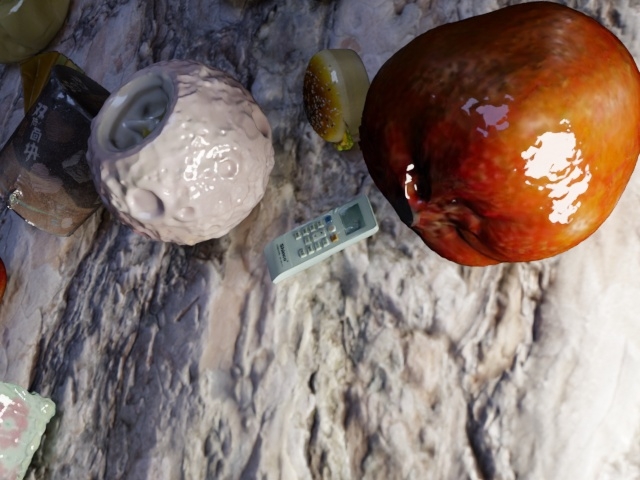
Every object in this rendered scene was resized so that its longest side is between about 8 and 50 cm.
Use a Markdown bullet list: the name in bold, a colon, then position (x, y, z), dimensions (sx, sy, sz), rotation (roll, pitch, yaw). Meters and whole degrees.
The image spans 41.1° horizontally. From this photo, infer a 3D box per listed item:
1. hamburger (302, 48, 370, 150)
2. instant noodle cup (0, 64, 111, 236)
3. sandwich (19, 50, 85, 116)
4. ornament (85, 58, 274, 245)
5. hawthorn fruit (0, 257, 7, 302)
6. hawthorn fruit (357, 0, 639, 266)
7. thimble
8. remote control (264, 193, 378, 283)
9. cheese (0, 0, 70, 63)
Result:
- **hamburger**: position (0.020, -0.193, 1.168), dimensions (0.081, 0.141, 0.126), rotation (-18, 52, -11)
- **instant noodle cup**: position (-0.401, -0.136, 1.366), dimensions (0.207, 0.217, 0.217), rotation (-46, 48, 11)
- **sandwich**: position (-0.528, -0.264, 1.607), dimensions (0.113, 0.079, 0.163), rotation (-3, 63, 35)
- **ornament**: position (-0.189, -0.116, 1.190), dimensions (0.259, 0.225, 0.259), rotation (-17, 55, 26)
- **hawthorn fruit**: position (-0.610, 0.090, 1.401), dimensions (0.169, 0.169, 0.188), rotation (8, 72, 37)
- **hawthorn fruit**: position (0.203, -0.112, 0.910), dimensions (0.311, 0.295, 0.295), rotation (-20, 50, -7)
- **thimble**: position (-0.497, 0.262, 1.211), dimensions (0.211, 0.185, 0.149), rotation (15, 71, 3)
- **remote control**: position (0.000, 0.000, 1.127), dimensions (0.162, 0.029, 0.061), rotation (-26, 54, 13)
- **cheese**: position (-0.628, -0.475, 1.782), dimensions (0.214, 0.117, 0.226), rotation (-18, 50, 29)
